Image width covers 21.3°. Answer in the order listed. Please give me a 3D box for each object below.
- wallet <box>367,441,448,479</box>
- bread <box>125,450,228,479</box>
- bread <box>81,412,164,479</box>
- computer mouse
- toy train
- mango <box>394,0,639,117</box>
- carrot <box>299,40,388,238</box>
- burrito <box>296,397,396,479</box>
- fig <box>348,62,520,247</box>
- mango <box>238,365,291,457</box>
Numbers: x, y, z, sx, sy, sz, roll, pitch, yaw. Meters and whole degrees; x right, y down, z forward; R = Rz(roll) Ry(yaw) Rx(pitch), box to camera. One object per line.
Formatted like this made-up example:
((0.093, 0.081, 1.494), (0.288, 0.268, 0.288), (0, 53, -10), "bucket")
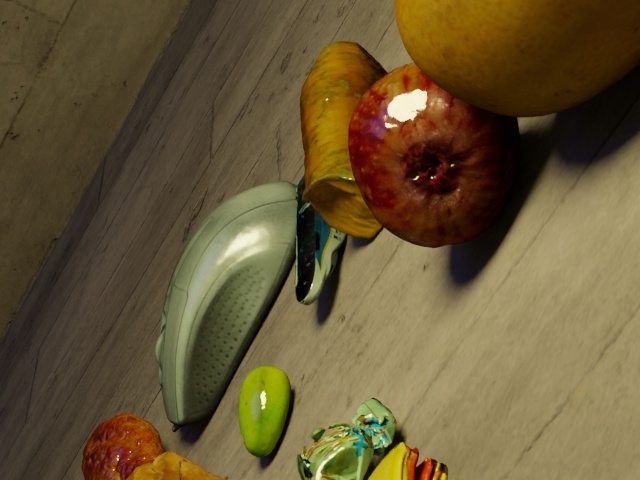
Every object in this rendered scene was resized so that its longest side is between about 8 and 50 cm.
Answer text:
((0.035, 0.299, 1.442), (0.241, 0.067, 0.141), (-57, 17, 37), "wallet")
((-0.143, 0.366, 1.671), (0.149, 0.195, 0.344), (-51, 18, 24), "bread")
((-0.262, 0.318, 2.288), (0.269, 0.095, 0.139), (-127, 56, -68), "bread")
((-0.143, 0.080, 2.237), (0.371, 0.122, 0.188), (-66, 15, 9), "computer mouse")
((0.000, 0.000, 2.011), (0.052, 0.051, 0.234), (-54, 22, 33), "toy train")
((0.221, -0.254, 1.413), (0.378, 0.221, 0.264), (-30, 32, 47), "mango")
((0.031, -0.123, 1.996), (0.114, 0.114, 0.302), (-54, 21, 33), "carrot")
((0.026, 0.190, 1.563), (0.104, 0.054, 0.288), (-37, -3, -5), "burrito")
((0.111, -0.096, 1.623), (0.175, 0.175, 0.207), (-58, 5, 23), "fig")
((-0.064, 0.193, 1.921), (0.073, 0.056, 0.108), (136, 142, -60), "mango")
